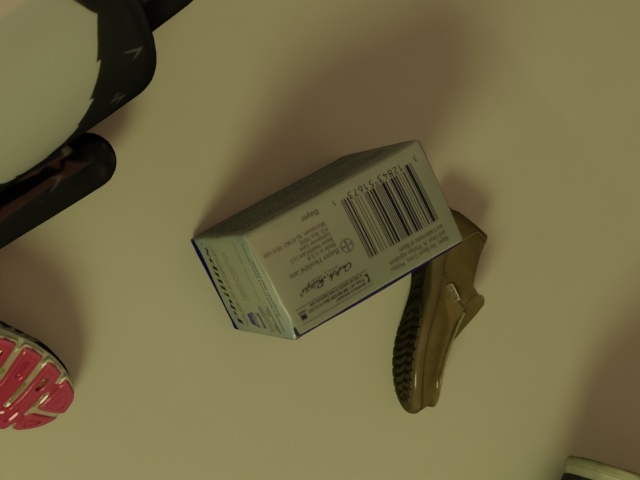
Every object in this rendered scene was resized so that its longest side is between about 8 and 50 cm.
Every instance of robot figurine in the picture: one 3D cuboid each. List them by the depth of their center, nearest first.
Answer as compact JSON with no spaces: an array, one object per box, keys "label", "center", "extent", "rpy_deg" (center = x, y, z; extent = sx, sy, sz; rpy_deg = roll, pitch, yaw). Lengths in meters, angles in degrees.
[{"label":"robot figurine","center":[-0.205,-0.113,0.677],"extent":[0.278,0.173,0.209],"rpy_deg":[-37,90,-16]}]

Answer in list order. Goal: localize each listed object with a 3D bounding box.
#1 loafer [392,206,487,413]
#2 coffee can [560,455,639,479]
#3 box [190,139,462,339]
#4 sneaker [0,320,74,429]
[{"label":"loafer","center":[0.086,0.049,0.833],"extent":[0.050,0.056,0.148],"rpy_deg":[12,85,-12]},{"label":"coffee can","center":[0.210,0.307,0.791],"extent":[0.201,0.201,0.275],"rpy_deg":[25,81,-16]},{"label":"box","center":[0.000,0.000,0.762],"extent":[0.126,0.137,0.072],"rpy_deg":[-29,99,-17]},{"label":"sneaker","center":[-0.221,0.055,0.727],"extent":[0.170,0.075,0.063],"rpy_deg":[34,105,-35]}]
